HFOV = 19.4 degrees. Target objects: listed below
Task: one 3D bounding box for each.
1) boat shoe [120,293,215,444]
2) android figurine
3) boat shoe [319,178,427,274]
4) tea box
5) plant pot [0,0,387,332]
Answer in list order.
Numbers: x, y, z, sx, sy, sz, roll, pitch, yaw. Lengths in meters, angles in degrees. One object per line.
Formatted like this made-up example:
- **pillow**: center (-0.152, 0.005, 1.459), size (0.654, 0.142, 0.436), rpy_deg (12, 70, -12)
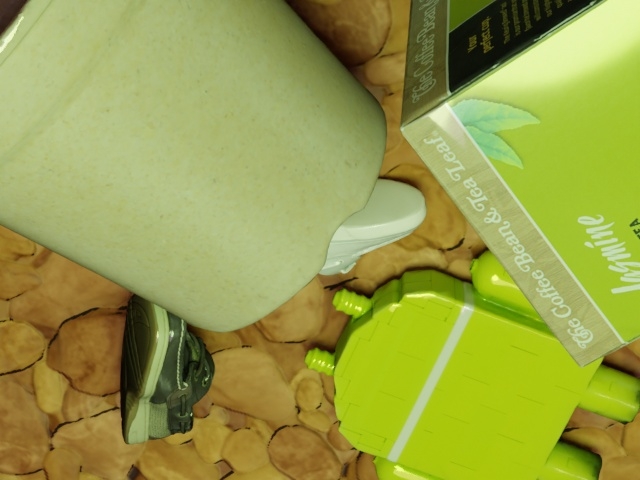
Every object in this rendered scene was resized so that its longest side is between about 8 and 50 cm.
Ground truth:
- **boat shoe**: center (-0.124, 0.103, 1.538), size (0.073, 0.080, 0.223), rpy_deg (-4, 151, -14)
- **android figurine**: center (0.124, 0.121, 1.569), size (0.272, 0.056, 0.248), rpy_deg (20, 117, -6)
- **boat shoe**: center (0.000, 0.000, 1.517), size (0.184, 0.066, 0.063), rpy_deg (-14, 129, 9)
- **tea box**: center (0.244, -0.143, 1.274), size (0.323, 0.329, 0.220), rpy_deg (-31, 111, 19)
- **plant pot**: center (-0.130, -0.101, 1.354), size (0.305, 0.334, 0.334), rpy_deg (38, 114, -25)
